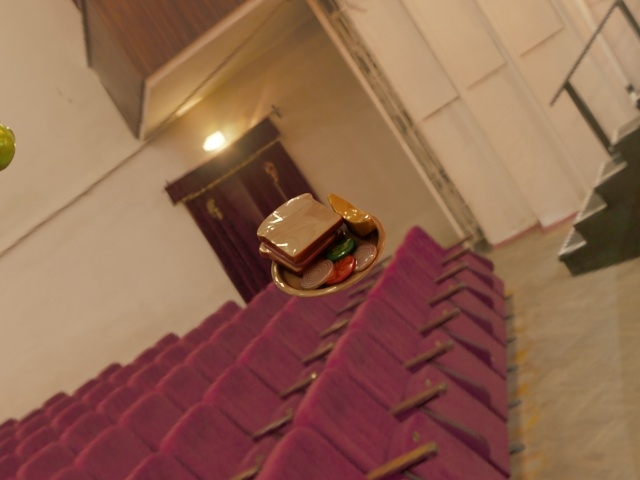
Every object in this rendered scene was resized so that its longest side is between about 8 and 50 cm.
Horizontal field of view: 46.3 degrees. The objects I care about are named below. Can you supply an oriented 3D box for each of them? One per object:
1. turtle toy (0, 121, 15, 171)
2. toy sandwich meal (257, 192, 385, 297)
[{"bbox_3d":[-0.265,-0.052,0.526,0.066,0.095,0.130,-8,25,12],"label":"turtle toy"},{"bbox_3d":[0.000,0.000,0.470,0.085,0.029,0.085,-17,38,14],"label":"toy sandwich meal"}]
